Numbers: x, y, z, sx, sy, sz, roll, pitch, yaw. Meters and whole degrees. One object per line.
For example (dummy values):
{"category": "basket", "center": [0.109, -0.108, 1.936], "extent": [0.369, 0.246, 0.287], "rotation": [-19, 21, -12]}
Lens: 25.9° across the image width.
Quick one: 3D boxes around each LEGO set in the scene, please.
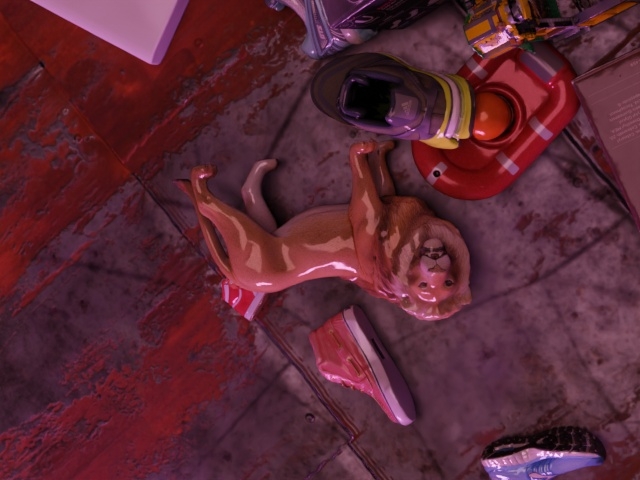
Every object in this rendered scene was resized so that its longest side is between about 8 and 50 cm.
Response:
{"category": "LEGO set", "center": [0.272, -0.381, 1.645], "extent": [0.192, 0.255, 0.331], "rotation": [-24, 72, 45]}

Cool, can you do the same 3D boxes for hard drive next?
{"category": "hard drive", "center": [-0.330, -0.428, 1.944], "extent": [0.353, 0.047, 0.233], "rotation": [29, 103, 13]}

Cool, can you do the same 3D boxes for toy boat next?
{"category": "toy boat", "center": [0.212, -0.155, 1.747], "extent": [0.151, 0.151, 0.231], "rotation": [44, 105, 9]}

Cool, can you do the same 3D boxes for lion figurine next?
{"category": "lion figurine", "center": [0.000, 0.000, 1.833], "extent": [0.392, 0.142, 0.240], "rotation": [-7, 91, 18]}

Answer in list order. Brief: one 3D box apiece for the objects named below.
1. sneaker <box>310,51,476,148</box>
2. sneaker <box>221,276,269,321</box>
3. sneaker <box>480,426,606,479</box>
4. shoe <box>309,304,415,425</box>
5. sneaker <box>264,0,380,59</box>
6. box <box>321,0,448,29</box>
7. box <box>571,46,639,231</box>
{"category": "sneaker", "center": [0.065, -0.187, 1.750], "extent": [0.300, 0.121, 0.111], "rotation": [17, 99, 56]}
{"category": "sneaker", "center": [-0.094, 0.047, 1.918], "extent": [0.067, 0.042, 0.118], "rotation": [33, 106, 8]}
{"category": "sneaker", "center": [0.296, 0.292, 1.822], "extent": [0.162, 0.063, 0.073], "rotation": [-11, 110, 22]}
{"category": "shoe", "center": [0.055, 0.181, 1.877], "extent": [0.081, 0.063, 0.178], "rotation": [-32, 80, 19]}
{"category": "sneaker", "center": [-0.039, -0.367, 1.829], "extent": [0.122, 0.110, 0.283], "rotation": [-31, 86, 21]}
{"category": "box", "center": [0.072, -0.405, 1.726], "extent": [0.163, 0.142, 0.247], "rotation": [-27, 78, 45]}
{"category": "box", "center": [0.425, -0.137, 1.673], "extent": [0.167, 0.168, 0.203], "rotation": [-25, 87, 18]}
